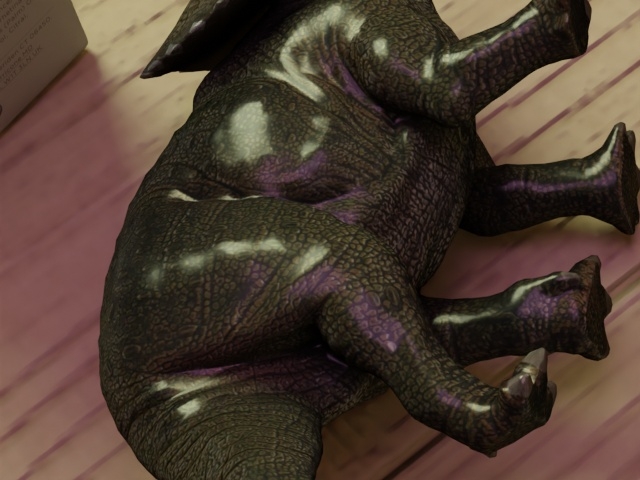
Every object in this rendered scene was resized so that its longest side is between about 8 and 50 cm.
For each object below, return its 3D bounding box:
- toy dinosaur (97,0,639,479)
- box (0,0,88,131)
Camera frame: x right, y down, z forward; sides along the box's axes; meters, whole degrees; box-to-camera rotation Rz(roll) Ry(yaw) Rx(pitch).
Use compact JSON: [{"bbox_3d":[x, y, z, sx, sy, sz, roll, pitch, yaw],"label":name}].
[{"bbox_3d":[0.000,0.000,0.563,0.160,0.121,0.313,-2,62,23],"label":"toy dinosaur"},{"bbox_3d":[-0.167,-0.110,0.610,0.130,0.170,0.091,33,69,26],"label":"box"}]
